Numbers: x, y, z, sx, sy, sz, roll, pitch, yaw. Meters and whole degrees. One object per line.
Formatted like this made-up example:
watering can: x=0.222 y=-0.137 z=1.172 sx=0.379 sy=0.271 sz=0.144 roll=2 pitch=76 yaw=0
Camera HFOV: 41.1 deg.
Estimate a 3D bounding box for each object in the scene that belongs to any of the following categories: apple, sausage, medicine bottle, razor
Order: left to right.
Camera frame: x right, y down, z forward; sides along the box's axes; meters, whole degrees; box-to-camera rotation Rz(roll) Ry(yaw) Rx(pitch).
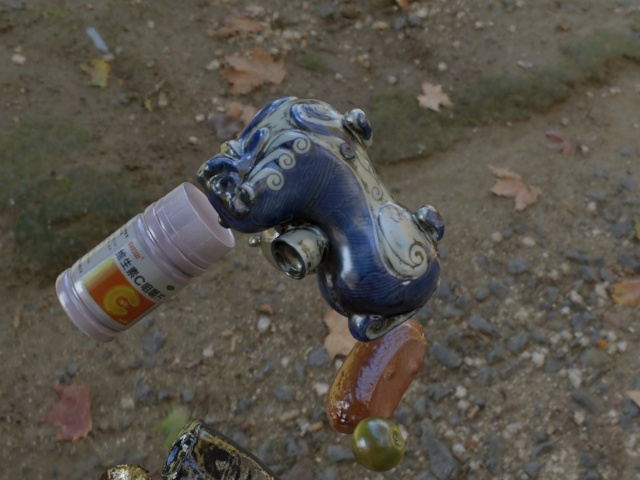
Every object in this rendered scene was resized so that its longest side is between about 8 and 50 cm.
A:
medicine bottle: x=-0.261 y=0.034 z=1.282 sx=0.250 sy=0.133 sz=0.133 roll=-35 pitch=63 yaw=7
razor: x=-0.161 y=0.496 z=1.638 sx=0.327 sy=0.107 sz=0.189 roll=48 pitch=35 yaw=-23
sausage: x=0.103 y=0.251 z=1.612 sx=0.133 sy=0.133 sz=0.258 roll=32 pitch=70 yaw=9
apple: x=0.092 y=0.325 z=1.368 sx=0.089 sy=0.074 sz=0.089 roll=42 pitch=35 yaw=-38

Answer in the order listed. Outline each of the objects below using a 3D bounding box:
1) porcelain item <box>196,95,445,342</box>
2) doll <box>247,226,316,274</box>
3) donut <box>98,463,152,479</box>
porcelain item: x=0.008 y=-0.020 z=0.944 sx=0.186 sy=0.138 sz=0.288 roll=-39 pitch=100 yaw=-26
doll: x=0.000 y=0.000 z=1.714 sx=0.235 sy=0.330 sz=0.174 roll=-4 pitch=93 yaw=-21
donut: x=-0.269 y=0.444 z=1.263 sx=0.151 sy=0.295 sz=0.112 roll=-11 pitch=42 yaw=23
